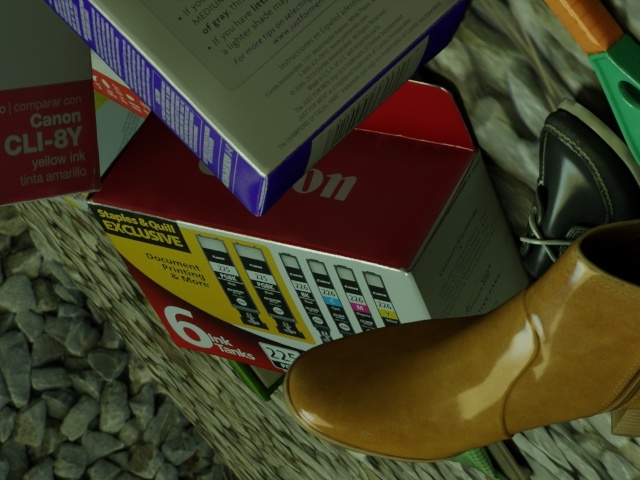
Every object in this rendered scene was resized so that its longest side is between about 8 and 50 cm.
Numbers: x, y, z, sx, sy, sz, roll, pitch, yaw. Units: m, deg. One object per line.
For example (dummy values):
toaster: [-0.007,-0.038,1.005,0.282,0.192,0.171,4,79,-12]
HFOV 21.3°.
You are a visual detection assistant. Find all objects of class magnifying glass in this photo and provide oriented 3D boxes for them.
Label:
magnifying glass: [0.177,-0.093,0.976,0.231,0.026,0.092,51,165,-13]

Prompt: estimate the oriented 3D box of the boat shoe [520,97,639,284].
boat shoe: [0.172,-0.004,1.124,0.084,0.079,0.233,41,163,29]

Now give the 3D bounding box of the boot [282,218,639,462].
boot: [0.130,0.055,1.076,0.211,0.295,0.104,101,169,-58]

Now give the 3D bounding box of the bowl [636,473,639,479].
bowl: [0.329,0.312,1.353,0.289,0.156,0.289,44,165,15]

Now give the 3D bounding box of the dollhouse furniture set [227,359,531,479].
dollhouse furniture set: [0.053,0.172,1.773,0.301,0.151,0.197,55,164,-29]

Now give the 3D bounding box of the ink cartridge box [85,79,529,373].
ink cartridge box: [-0.015,-0.009,1.353,0.309,0.130,0.272,11,146,32]

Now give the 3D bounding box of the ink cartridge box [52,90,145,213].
ink cartridge box: [-0.259,-0.109,1.855,0.176,0.127,0.128,19,166,-4]

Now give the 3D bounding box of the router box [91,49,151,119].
router box: [-0.171,-0.224,1.508,0.335,0.082,0.301,31,158,48]

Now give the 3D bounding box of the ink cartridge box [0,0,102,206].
ink cartridge box: [-0.314,-0.232,1.358,0.279,0.160,0.385,16,112,55]

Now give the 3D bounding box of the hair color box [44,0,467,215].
hair color box: [-0.090,-0.203,1.125,0.339,0.185,0.110,46,167,6]
